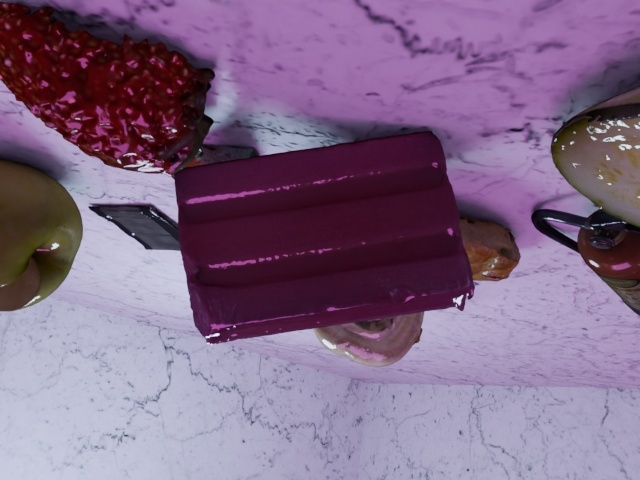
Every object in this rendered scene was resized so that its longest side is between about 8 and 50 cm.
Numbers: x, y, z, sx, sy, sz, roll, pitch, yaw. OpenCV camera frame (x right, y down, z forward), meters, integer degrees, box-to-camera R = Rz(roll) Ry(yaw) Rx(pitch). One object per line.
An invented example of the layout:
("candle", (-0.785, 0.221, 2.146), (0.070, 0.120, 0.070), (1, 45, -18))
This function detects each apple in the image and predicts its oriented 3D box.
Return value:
("apple", (-0.606, -0.013, 1.037), (0.254, 0.292, 0.292), (29, 163, 14))

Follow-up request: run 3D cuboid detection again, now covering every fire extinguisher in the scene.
("fire extinguisher", (0.478, 0.032, 0.910), (0.200, 0.113, 0.376), (-8, 154, 39))

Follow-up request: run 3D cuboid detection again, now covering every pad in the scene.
("pad", (-0.395, -0.026, 1.278), (0.174, 0.022, 0.233), (2, 157, 21))

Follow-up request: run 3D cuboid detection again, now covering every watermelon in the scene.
("watermelon", (-0.158, -0.119, 0.900), (0.158, 0.121, 0.098), (48, 156, 27))

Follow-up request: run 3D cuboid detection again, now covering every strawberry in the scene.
("strawberry", (-0.296, -0.165, 0.707), (0.306, 0.137, 0.233), (12, 161, -11))

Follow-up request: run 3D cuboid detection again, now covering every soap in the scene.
("soap", (0.000, 0.000, 0.746), (0.360, 0.233, 0.128), (-8, 161, 1))

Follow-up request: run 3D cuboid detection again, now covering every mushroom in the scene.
("mushroom", (0.109, 0.159, 1.247), (0.260, 0.254, 0.234), (-33, 167, -6))

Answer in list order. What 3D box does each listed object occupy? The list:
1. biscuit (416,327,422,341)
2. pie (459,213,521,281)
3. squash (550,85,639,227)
("biscuit", (0.104, 0.208, 1.503), (0.344, 0.057, 0.287), (18, 180, 10))
("pie", (0.195, 0.027, 1.028), (0.339, 0.083, 0.339), (2, 165, 0))
("squash", (0.391, -0.071, 0.553), (0.309, 0.210, 0.233), (-13, 138, 37))
